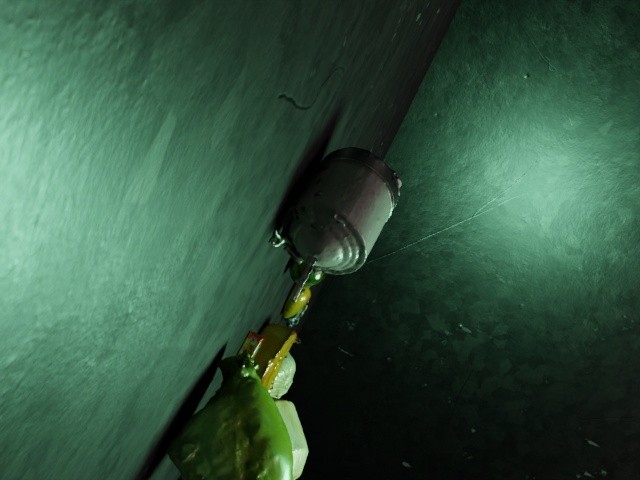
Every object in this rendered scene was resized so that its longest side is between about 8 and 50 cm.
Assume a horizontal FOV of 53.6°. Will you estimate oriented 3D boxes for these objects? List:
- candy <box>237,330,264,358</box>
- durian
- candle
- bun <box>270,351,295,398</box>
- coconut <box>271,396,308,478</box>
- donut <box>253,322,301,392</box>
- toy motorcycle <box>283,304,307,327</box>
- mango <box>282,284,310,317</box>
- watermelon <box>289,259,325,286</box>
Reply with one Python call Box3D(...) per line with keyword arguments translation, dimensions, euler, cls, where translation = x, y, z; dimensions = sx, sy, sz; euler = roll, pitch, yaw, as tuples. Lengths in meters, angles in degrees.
Box3D(translation=(-0.187, 0.291, 1.598), dimensions=(0.121, 0.038, 0.062), euler=(-62, 175, -7), cls="candy")
Box3D(translation=(-0.174, 0.420, 1.262), dimensions=(0.256, 0.339, 0.204), euler=(-24, 168, -45), cls="durian")
Box3D(translation=(0.023, -0.028, 1.227), dimensions=(0.330, 0.188, 0.187), euler=(-58, 173, -40), cls="candle")
Box3D(translation=(-0.173, 0.494, 2.285), dimensions=(0.229, 0.145, 0.229), euler=(-62, 179, -2), cls="bun")
Box3D(translation=(-0.190, 0.598, 1.924), dimensions=(0.328, 0.329, 0.329), euler=(-62, 175, -9), cls="coconut")
Box3D(translation=(-0.153, 0.354, 1.860), dimensions=(0.253, 0.118, 0.253), euler=(-62, 178, -4), cls="donut")
Box3D(translation=(-0.091, 0.260, 2.323), dimensions=(0.193, 0.061, 0.124), euler=(-22, 133, -74), cls="toy motorcycle")
Box3D(translation=(-0.085, 0.209, 2.139), dimensions=(0.187, 0.066, 0.101), euler=(-55, -179, 44), cls="mango")
Box3D(translation=(-0.032, 0.071, 1.682), dimensions=(0.108, 0.109, 0.109), euler=(-62, 175, -9), cls="watermelon")
